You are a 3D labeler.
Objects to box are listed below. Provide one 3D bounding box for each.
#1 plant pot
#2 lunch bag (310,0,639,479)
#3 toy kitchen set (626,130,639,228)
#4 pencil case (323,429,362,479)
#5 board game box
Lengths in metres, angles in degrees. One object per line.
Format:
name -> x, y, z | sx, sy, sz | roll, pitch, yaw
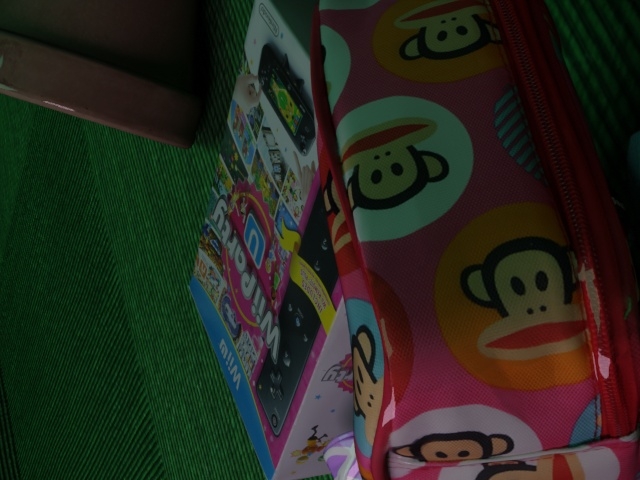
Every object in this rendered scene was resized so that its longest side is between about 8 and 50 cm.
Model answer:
plant pot -> -0.226, -0.238, 1.062 | 0.263, 0.263, 0.229 | 24, 99, 60
lunch bag -> 0.070, 0.025, 0.495 | 0.293, 0.120, 0.258 | 71, -172, -50
toy kitchen set -> 0.203, -0.048, 0.414 | 0.122, 0.166, 0.207 | -27, 34, 61
pencil case -> 0.064, 0.221, 0.698 | 0.088, 0.086, 0.206 | 61, -172, -64
board game box -> 0.000, 0.000, 0.786 | 0.224, 0.097, 0.303 | 61, 145, 40
